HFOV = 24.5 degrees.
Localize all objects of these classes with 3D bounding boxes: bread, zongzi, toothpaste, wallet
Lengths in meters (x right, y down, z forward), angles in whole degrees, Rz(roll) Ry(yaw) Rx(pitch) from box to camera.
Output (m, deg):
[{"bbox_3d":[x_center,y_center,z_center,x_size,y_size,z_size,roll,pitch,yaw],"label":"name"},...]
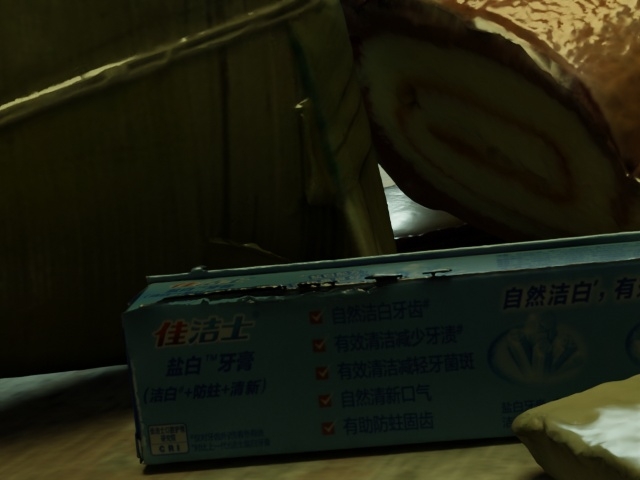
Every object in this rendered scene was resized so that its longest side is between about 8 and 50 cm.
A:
[{"bbox_3d":[0.131,-0.065,0.738,0.244,0.190,0.123,29,66,39],"label":"bread"},{"bbox_3d":[-0.188,-0.111,0.620,0.447,0.418,0.181,-6,6,-23],"label":"zongzi"},{"bbox_3d":[0.066,0.035,0.541,0.272,0.066,0.053,-6,11,6],"label":"toothpaste"},{"bbox_3d":[0.000,0.000,0.867,0.255,0.031,0.137,-12,11,-29],"label":"wallet"}]

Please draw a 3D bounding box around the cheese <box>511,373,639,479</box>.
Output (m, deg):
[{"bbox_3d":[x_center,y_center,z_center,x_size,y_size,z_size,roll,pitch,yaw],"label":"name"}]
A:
[{"bbox_3d":[0.164,0.084,0.313,0.085,0.034,0.400,-15,12,-18],"label":"cheese"}]
